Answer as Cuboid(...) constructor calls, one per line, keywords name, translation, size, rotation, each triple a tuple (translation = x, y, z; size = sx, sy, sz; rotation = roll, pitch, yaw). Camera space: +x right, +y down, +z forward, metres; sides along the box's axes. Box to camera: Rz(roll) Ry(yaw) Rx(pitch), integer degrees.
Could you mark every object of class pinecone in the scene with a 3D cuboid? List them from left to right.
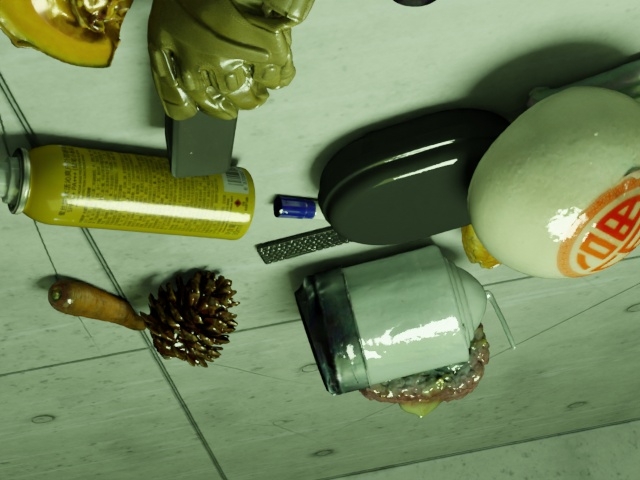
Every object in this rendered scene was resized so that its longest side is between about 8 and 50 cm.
Cuboid(name="pinecone", translation=(-0.209, 0.127, 1.705), size=(0.174, 0.173, 0.173), rotation=(-9, 154, -5))

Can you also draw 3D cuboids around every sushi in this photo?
Cuboid(name="sushi", translation=(0.176, 0.221, 1.960), size=(0.270, 0.236, 0.171), rotation=(-9, 162, -14))

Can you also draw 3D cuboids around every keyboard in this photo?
Cuboid(name="keyboard", translation=(0.000, 0.000, 1.680), size=(0.204, 0.013, 0.061), rotation=(-14, 155, 5))

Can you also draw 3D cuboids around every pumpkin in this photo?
Cuboid(name="pumpkin", translation=(-0.215, -0.290, 0.933), size=(0.163, 0.111, 0.278), rotation=(22, 143, -24))

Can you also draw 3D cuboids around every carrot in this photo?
Cuboid(name="carrot", translation=(-0.364, 0.112, 1.714), size=(0.059, 0.059, 0.248), rotation=(-21, 156, 20))

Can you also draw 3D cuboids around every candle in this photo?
Cuboid(name="candle", translation=(0.139, 0.127, 1.771), size=(0.343, 0.221, 0.221), rotation=(-16, 154, 0))

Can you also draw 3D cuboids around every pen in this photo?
Cuboid(name="pen", translation=(0.051, -0.044, 1.596), size=(0.269, 0.033, 0.033), rotation=(3, 151, -28))

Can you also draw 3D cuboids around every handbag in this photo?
Cuboid(name="handbag", translation=(0.148, -0.086, 1.481), size=(0.308, 0.093, 0.254), rotation=(-16, 155, 9))

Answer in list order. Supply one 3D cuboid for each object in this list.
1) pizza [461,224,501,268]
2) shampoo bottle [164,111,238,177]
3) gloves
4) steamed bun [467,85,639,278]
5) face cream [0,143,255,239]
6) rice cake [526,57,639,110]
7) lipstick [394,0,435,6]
Cuboid(name="pizza", translation=(0.363, -0.057, 1.654), size=(0.297, 0.071, 0.189), rotation=(-20, 141, 9))
Cuboid(name="shampoo bottle", translation=(-0.139, -0.168, 1.211), size=(0.079, 0.080, 0.246), rotation=(-7, 154, -13))
Cuboid(name="gloves", translation=(-0.075, -0.232, 0.981), size=(0.154, 0.141, 0.331), rotation=(35, 123, 0))
Cuboid(name="steamed bun", translation=(0.341, -0.058, 1.354), size=(0.283, 0.177, 0.283), rotation=(-23, 143, -19))
Cuboid(name="face cream", translation=(-0.262, -0.064, 1.343), size=(0.349, 0.105, 0.105), rotation=(5, 150, -31))
Cuboid(name="rice cake", translation=(0.387, -0.182, 1.444), size=(0.198, 0.037, 0.189), rotation=(-14, 153, 7))
Cuboid(name="lipstick", translation=(0.092, -0.335, 0.967), size=(0.081, 0.081, 0.299), rotation=(-11, 155, -1))
